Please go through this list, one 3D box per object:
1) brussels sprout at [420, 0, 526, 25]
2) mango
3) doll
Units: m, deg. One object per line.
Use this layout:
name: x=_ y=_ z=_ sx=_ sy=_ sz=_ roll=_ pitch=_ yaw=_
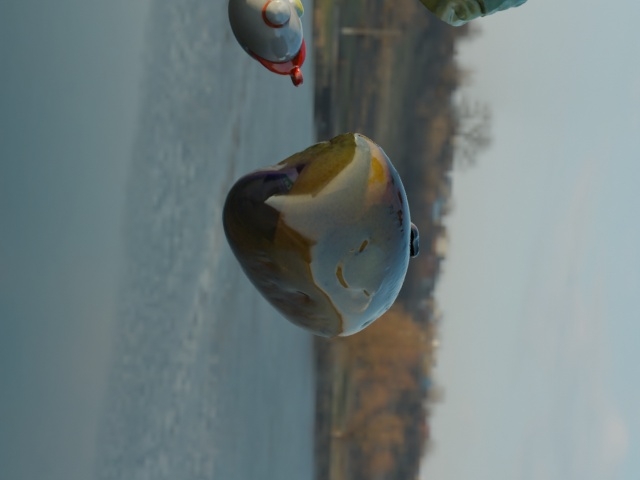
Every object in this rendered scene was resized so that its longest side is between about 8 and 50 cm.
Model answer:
brussels sprout: x=0.198 y=-0.356 z=1.814 sx=0.161 sy=0.180 sz=0.144 roll=29 pitch=30 yaw=-52
mango: x=0.000 y=0.000 z=1.533 sx=0.152 sy=0.201 sz=0.287 roll=-60 pitch=154 yaw=-20
doll: x=-0.081 y=-0.274 z=1.562 sx=0.245 sy=0.076 sz=0.142 roll=57 pitch=-14 yaw=-1
